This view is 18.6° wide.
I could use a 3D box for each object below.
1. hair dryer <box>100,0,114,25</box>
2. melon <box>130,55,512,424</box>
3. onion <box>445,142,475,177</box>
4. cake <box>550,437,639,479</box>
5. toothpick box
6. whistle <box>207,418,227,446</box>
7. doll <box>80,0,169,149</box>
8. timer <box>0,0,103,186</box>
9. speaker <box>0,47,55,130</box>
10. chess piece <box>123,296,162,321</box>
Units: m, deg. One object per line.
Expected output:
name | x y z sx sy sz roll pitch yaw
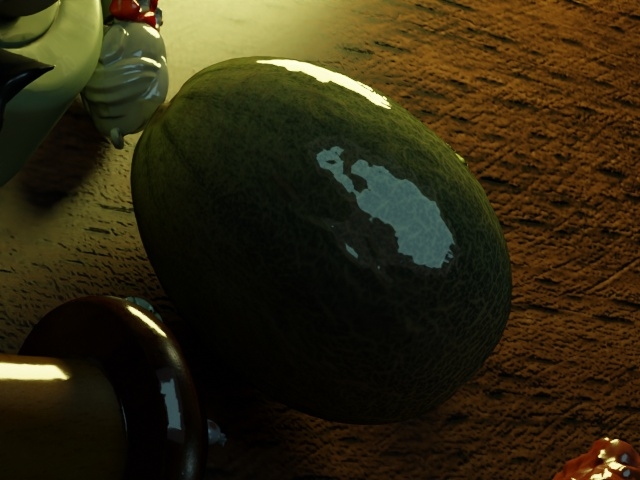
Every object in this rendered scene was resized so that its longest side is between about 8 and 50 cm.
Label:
hair dryer | -0.232 -0.271 1.646 0.225 0.088 0.219 -38 97 -42
melon | 0.000 0.000 1.536 0.329 0.248 0.248 43 37 -6
onion | 0.092 -0.035 1.798 0.117 0.118 0.118 36 23 34
cake | 0.141 0.341 1.359 0.269 0.319 0.270 56 33 0
toothpick box | -0.211 0.132 1.244 0.294 0.192 0.192 1 62 -42
whistle | -0.106 0.141 1.488 0.083 0.029 0.033 19 12 -47
doll | -0.156 -0.154 1.612 0.094 0.079 0.180 55 40 -59
timer | -0.235 -0.223 1.382 0.291 0.315 0.291 30 41 -31
speaker | -0.376 -0.082 1.149 0.388 0.180 0.184 18 91 -36
chess piece | -0.160 0.081 1.406 0.067 0.103 0.067 30 42 -32
